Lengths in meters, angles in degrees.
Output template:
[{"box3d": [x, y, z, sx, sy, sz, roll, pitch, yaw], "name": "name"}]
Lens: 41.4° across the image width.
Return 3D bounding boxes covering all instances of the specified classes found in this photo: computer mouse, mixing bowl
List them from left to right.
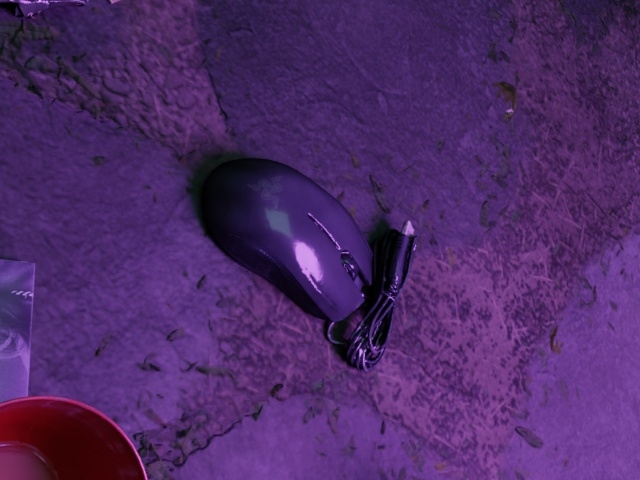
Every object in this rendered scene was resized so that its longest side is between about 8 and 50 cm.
[{"box3d": [-0.234, 0.208, 0.649, 0.181, 0.098, 0.182, 4, 82, -35], "name": "mixing bowl"}, {"box3d": [0.000, 0.000, 0.916, 0.272, 0.072, 0.189, 35, 58, -22], "name": "computer mouse"}]

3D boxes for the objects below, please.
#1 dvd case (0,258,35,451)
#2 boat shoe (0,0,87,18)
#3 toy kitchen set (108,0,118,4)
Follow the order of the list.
[{"box3d": [-0.343, 0.085, 0.673, 0.221, 0.018, 0.165, 9, 70, -33], "name": "dvd case"}, {"box3d": [-0.289, -0.232, 0.807, 0.142, 0.049, 0.040, -5, 96, -35], "name": "boat shoe"}, {"box3d": [-0.194, -0.305, 0.882, 0.083, 0.068, 0.075, -38, 98, -38], "name": "toy kitchen set"}]
